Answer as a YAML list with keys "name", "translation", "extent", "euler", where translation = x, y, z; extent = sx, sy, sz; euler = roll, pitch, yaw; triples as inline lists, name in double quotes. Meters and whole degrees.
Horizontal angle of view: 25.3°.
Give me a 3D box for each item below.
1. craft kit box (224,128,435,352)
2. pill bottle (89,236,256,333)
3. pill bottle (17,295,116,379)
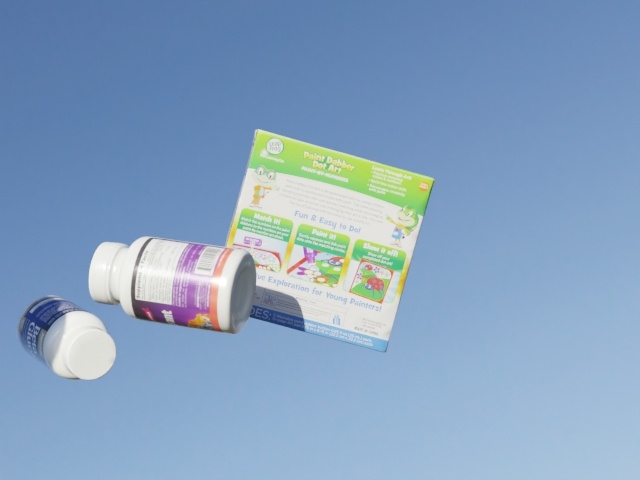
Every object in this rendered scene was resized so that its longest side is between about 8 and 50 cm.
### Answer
- name: "craft kit box"
  translation: [0.000, 0.000, 1.915]
  extent: [0.250, 0.246, 0.061]
  euler: [16, 6, -6]
- name: "pill bottle"
  translation: [-0.187, 0.053, 1.794]
  extent: [0.193, 0.108, 0.108]
  euler: [8, -19, 16]
- name: "pill bottle"
  translation: [-0.342, 0.136, 1.938]
  extent: [0.094, 0.094, 0.169]
  euler: [1, 9, -31]
